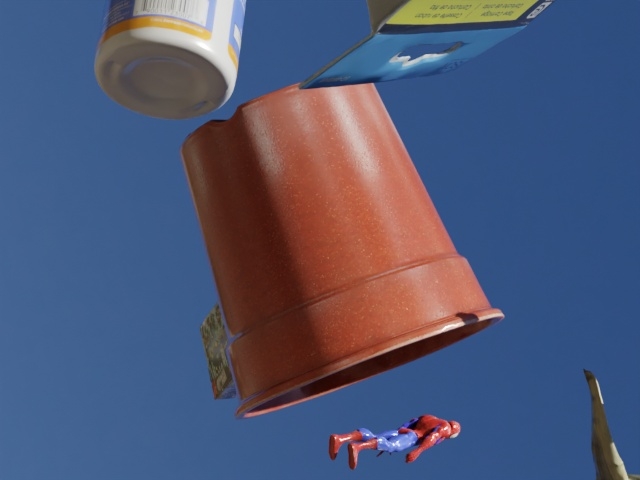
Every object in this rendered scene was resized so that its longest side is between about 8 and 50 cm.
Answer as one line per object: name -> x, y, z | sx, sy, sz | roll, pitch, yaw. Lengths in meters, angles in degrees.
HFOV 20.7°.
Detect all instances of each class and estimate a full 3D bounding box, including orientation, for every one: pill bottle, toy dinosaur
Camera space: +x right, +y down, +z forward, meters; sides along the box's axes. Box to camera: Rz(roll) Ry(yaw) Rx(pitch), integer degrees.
pill bottle -> -0.154, -0.281, 1.902 | 0.152, 0.152, 0.272 | -31, -136, 45
toy dinosaur -> 0.292, 0.242, 1.600 | 0.118, 0.064, 0.268 | 21, -42, 34

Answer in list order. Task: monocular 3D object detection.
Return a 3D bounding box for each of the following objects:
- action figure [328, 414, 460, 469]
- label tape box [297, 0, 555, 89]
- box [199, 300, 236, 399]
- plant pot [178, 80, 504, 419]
action figure -> 0.060, 0.150, 1.310 | 0.038, 0.115, 0.030 | 11, -73, 52
label tape box -> 0.140, -0.248, 1.183 | 0.347, 0.249, 0.115 | -37, -102, 30
box -> -0.099, 0.114, 1.976 | 0.137, 0.027, 0.094 | 127, -47, -58
plant pot -> 0.000, 0.000, 1.668 | 0.272, 0.272, 0.265 | -30, -102, 45
